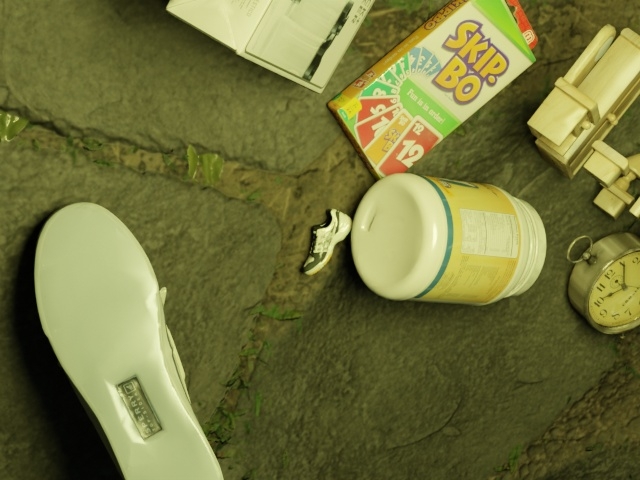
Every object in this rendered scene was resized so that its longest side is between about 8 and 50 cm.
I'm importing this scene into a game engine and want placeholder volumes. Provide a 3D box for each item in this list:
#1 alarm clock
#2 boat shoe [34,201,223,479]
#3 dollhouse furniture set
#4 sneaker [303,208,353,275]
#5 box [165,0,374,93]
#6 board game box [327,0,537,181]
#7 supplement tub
[{"bbox_3d":[0.369,0.043,1.993,0.129,0.064,0.192,-48,132,7],"label":"alarm clock"},{"bbox_3d":[-0.207,0.135,1.692,0.135,0.156,0.367,-26,92,-11],"label":"boat shoe"},{"bbox_3d":[0.443,-0.072,1.807,0.174,0.355,0.303,-52,163,2],"label":"dollhouse furniture set"},{"bbox_3d":[0.000,0.000,1.806,0.037,0.032,0.083,36,85,-23],"label":"sneaker"},{"bbox_3d":[-0.030,-0.253,1.539,0.169,0.087,0.290,-60,166,5],"label":"box"},{"bbox_3d":[0.139,-0.190,1.794,0.259,0.039,0.124,-42,125,-10],"label":"board game box"},{"bbox_3d":[0.150,0.001,1.806,0.199,0.144,0.144,5,109,-41],"label":"supplement tub"}]
